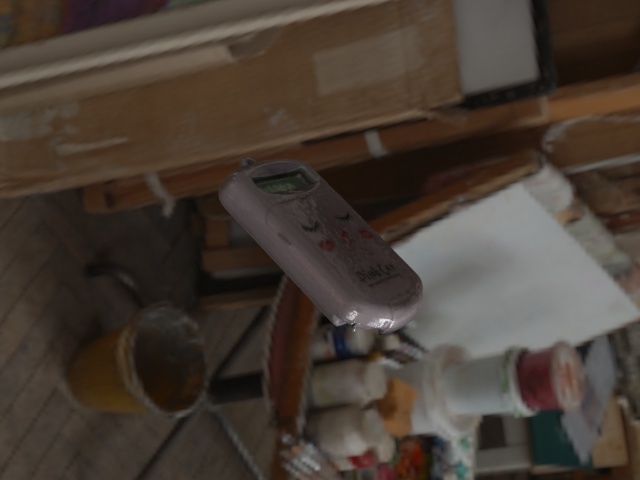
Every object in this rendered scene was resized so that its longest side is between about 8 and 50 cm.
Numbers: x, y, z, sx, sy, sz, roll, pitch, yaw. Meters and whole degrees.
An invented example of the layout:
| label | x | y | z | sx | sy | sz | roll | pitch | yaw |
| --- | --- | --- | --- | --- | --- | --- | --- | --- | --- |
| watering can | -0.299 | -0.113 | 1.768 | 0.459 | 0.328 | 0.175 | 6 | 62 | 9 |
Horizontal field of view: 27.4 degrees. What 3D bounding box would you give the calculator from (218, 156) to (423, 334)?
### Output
| label | x | y | z | sx | sy | sz | roll | pitch | yaw |
| --- | --- | --- | --- | --- | --- | --- | --- | --- | --- |
| calculator | 0.000 | 0.000 | 0.941 | 0.175 | 0.032 | 0.100 | 46 | 30 | 18 |
